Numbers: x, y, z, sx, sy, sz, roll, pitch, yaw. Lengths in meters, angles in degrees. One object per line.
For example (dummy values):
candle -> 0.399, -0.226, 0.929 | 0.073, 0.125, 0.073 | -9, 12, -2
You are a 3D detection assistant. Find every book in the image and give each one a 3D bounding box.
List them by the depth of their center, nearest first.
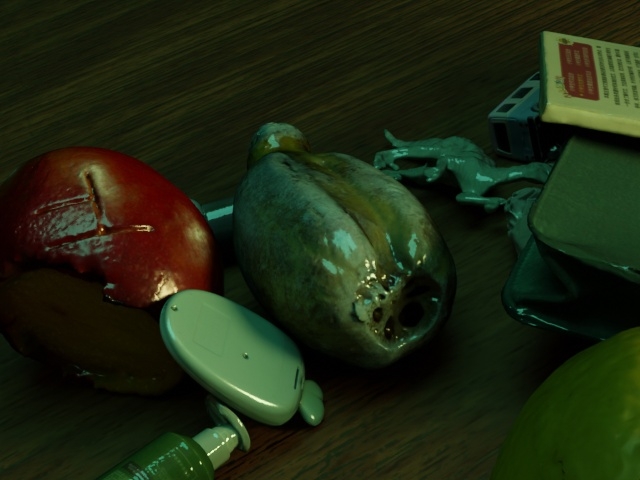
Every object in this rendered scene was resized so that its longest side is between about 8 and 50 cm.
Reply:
book -> 0.298, -0.121, 1.085 | 0.232, 0.022, 0.162 | 10, 31, 3

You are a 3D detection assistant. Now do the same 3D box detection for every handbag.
handbag -> 0.293, -0.015, 1.020 | 0.238, 0.089, 0.326 | 17, 33, 15

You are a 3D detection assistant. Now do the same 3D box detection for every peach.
peach -> -0.184, 0.033, 1.067 | 0.196, 0.190, 0.226 | 13, 34, -50

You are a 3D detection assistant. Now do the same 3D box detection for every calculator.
calculator -> -0.057, 0.091, 0.987 | 0.021, 0.153, 0.095 | -47, 20, 34

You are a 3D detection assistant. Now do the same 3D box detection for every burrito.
burrito -> 0.201, 0.016, 1.089 | 0.064, 0.064, 0.203 | -13, 31, -3

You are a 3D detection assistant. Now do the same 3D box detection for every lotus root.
lotus root -> 0.000, 0.000, 1.106 | 0.158, 0.140, 0.322 | -5, 25, -21

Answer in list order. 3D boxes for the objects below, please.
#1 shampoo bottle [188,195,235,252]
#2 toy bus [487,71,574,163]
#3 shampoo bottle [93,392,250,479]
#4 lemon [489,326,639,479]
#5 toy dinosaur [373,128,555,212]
shampoo bottle -> -0.119, -0.006, 1.223 | 0.192, 0.074, 0.074 | -15, 30, -9
toy bus -> 0.228, -0.132, 1.327 | 0.075, 0.060, 0.123 | 11, 39, 39
shampoo bottle -> -0.135, 0.185, 0.915 | 0.204, 0.065, 0.065 | -32, 36, -31
lemon -> 0.199, 0.161, 0.680 | 0.236, 0.236, 0.263 | 1, 3, 21
toy dinosaur -> 0.129, -0.080, 1.279 | 0.167, 0.053, 0.242 | -9, 18, -6
